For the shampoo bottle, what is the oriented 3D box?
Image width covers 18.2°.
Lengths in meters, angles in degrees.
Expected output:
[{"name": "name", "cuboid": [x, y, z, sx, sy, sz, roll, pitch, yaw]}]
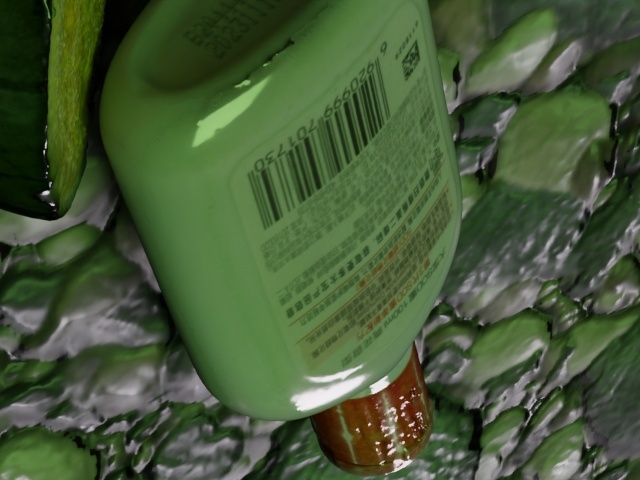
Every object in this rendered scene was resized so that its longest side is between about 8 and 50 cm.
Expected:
[{"name": "shampoo bottle", "cuboid": [0.000, 0.000, 0.593, 0.108, 0.051, 0.221, -47, 149, -21]}]

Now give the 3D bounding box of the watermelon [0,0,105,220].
[{"name": "watermelon", "cuboid": [-0.085, -0.074, 0.454, 0.092, 0.075, 0.181, -76, 179, -50]}]
